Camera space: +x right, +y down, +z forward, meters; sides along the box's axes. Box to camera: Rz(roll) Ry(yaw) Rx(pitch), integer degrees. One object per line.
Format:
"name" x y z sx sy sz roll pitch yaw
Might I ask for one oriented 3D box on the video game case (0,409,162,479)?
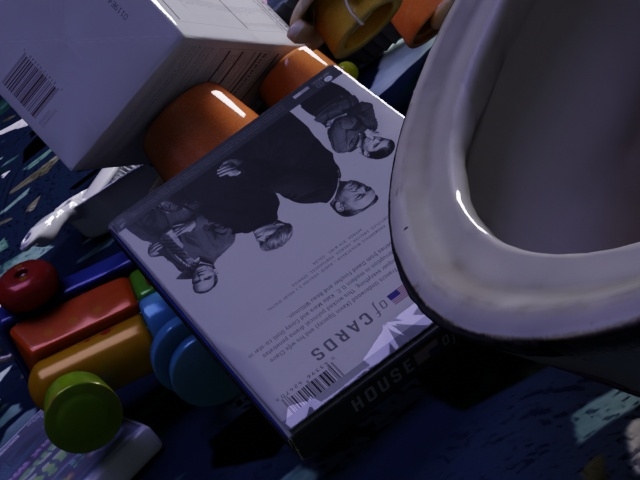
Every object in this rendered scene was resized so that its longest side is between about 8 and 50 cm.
"video game case" -0.203 0.179 0.942 0.190 0.022 0.173 -45 21 -20

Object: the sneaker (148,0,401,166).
"sneaker" -0.041 -0.194 1.312 0.319 0.112 0.131 -31 41 15

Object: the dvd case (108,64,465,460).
"dvd case" 0.000 0.000 0.834 0.179 0.029 0.238 -36 41 -10

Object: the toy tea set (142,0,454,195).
"toy tea set" 0.009 -0.103 1.124 0.336 0.124 0.200 -42 -10 -3

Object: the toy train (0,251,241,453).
"toy train" -0.163 0.085 0.916 0.248 0.105 0.143 -25 29 -5

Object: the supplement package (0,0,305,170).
"supplement package" -0.135 -0.150 1.138 0.134 0.139 0.244 -47 -12 18

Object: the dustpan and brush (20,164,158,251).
"dustpan and brush" -0.211 -0.037 1.372 0.147 0.060 0.211 -23 25 36

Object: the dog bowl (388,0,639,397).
"dog bowl" 0.214 -0.096 0.537 0.408 0.150 0.408 -44 22 24
